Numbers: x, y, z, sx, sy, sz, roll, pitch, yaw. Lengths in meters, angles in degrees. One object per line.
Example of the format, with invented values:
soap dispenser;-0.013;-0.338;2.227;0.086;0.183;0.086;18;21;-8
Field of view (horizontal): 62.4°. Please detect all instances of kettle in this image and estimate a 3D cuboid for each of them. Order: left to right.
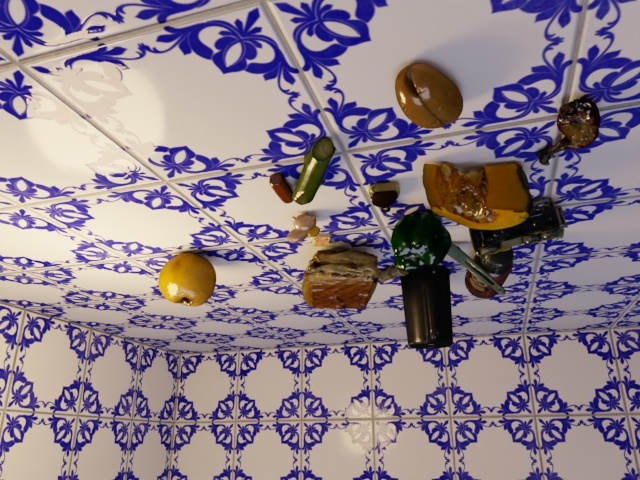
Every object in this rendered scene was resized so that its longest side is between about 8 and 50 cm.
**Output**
kettle;0.443;0.263;2.103;0.203;0.308;0.262;8;158;-22

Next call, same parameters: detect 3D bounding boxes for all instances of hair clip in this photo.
hair clip;0.533;0.097;1.806;0.048;0.275;0.083;-51;140;6

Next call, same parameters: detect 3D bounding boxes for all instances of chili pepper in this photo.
chili pepper;0.304;-0.007;1.629;0.173;0.261;0.165;-33;103;30

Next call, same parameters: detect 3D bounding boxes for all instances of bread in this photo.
bread;0.069;0.131;1.958;0.277;0.167;0.325;0;150;0
bread;0.216;-0.276;1.050;0.114;0.078;0.189;-10;159;35

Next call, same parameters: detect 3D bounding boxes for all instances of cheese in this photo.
cheese;0.184;-0.116;1.504;0.086;0.036;0.162;-6;158;7

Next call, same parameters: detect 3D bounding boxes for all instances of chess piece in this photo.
chess piece;0.283;0.129;2.106;0.060;0.060;0.172;12;158;-28

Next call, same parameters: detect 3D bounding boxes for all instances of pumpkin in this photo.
pumpkin;0.414;-0.124;1.348;0.280;0.140;0.190;16;158;-41

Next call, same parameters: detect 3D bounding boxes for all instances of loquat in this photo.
loquat;-0.486;0.148;1.952;0.207;0.208;0.208;0;159;0

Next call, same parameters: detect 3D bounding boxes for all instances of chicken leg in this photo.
chicken leg;0.558;-0.237;1.182;0.105;0.051;0.253;3;160;8

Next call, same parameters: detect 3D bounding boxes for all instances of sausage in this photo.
sausage;-0.104;-0.139;1.441;0.041;0.039;0.131;-12;158;10

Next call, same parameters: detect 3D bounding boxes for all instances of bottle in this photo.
bottle;0.616;0.097;1.922;0.143;0.144;0.336;-3;156;6

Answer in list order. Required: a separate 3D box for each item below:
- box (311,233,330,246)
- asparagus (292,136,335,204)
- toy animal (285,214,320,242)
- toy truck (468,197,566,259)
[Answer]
box;0.000;0.000;1.828;0.058;0.015;0.093;3;159;-4
asparagus;-0.021;-0.167;1.341;0.067;0.060;0.278;13;156;-6
toy animal;-0.060;-0.046;1.645;0.114;0.082;0.091;-20;-161;7
toy truck;0.608;-0.032;1.616;0.272;0.124;0.157;-18;163;31
